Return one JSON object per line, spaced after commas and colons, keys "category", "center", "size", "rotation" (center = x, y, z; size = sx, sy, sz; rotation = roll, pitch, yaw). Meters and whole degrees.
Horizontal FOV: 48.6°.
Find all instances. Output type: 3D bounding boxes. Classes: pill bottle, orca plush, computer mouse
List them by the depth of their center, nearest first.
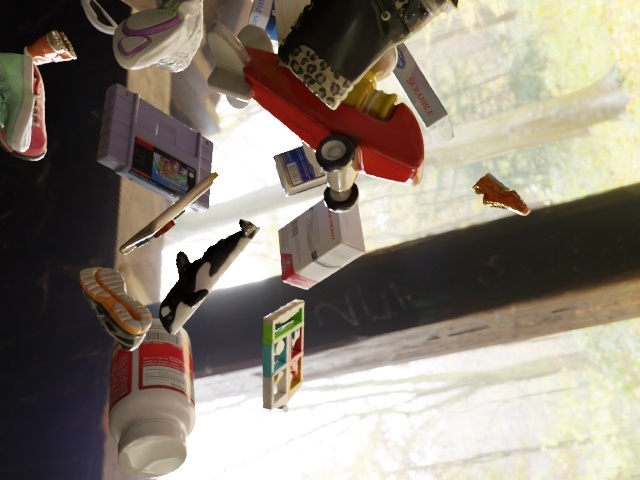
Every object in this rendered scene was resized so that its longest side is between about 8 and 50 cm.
{"category": "orca plush", "center": [-0.250, 0.054, 1.441], "size": [0.102, 0.287, 0.151], "rotation": [39, -160, -7]}
{"category": "computer mouse", "center": [-0.556, -0.561, 1.695], "size": [0.193, 0.042, 0.106], "rotation": [48, 175, -7]}
{"category": "pill bottle", "center": [-0.015, -0.189, 1.765], "size": [0.112, 0.187, 0.112], "rotation": [161, 90, -85]}
{"category": "pill bottle", "center": [-0.458, 0.425, 1.935], "size": [0.407, 0.229, 0.229], "rotation": [-108, -8, -52]}

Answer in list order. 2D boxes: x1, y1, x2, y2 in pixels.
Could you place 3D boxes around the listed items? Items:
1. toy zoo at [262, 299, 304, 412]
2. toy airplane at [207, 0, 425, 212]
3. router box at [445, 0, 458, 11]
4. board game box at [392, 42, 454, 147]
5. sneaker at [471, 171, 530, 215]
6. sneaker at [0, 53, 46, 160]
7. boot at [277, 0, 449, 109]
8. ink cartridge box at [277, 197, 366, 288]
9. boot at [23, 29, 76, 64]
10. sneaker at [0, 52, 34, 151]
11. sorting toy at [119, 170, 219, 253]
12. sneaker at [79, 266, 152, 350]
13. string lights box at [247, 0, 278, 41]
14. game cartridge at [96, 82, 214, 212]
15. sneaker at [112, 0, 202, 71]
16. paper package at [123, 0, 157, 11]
{"category": "toy zoo", "center": [-0.099, 0.324, 1.902], "size": [0.192, 0.030, 0.293], "rotation": [-25, -61, -64]}
{"category": "toy airplane", "center": [0.001, -0.261, 1.177], "size": [0.384, 0.272, 0.386], "rotation": [54, 165, -19]}
{"category": "router box", "center": [0.170, -0.572, 1.401], "size": [0.081, 0.243, 0.308], "rotation": [31, -115, -43]}
{"category": "board game box", "center": [0.240, -0.415, 1.866], "size": [0.318, 0.066, 0.318], "rotation": [60, -169, 7]}
{"category": "sneaker", "center": [0.410, -0.092, 1.605], "size": [0.064, 0.067, 0.175], "rotation": [42, -177, -33]}
{"category": "sneaker", "center": [-0.758, -0.346, 1.800], "size": [0.116, 0.136, 0.313], "rotation": [1, -124, -33]}
{"category": "boot", "center": [0.002, -0.281, 0.781], "size": [0.236, 0.178, 0.085], "rotation": [48, -163, 6]}
{"category": "ink cartridge box", "center": [0.000, 0.000, 1.922], "size": [0.100, 0.237, 0.171], "rotation": [23, -133, -38]}
{"category": "boot", "center": [-0.592, -0.416, 1.552], "size": [0.059, 0.085, 0.158], "rotation": [63, -177, -6]}
{"category": "sneaker", "center": [-0.599, -0.253, 1.276], "size": [0.094, 0.151, 0.255], "rotation": [-64, 35, 38]}
{"category": "sorting toy", "center": [-0.344, -0.080, 1.750], "size": [0.041, 0.229, 0.307], "rotation": [51, -127, -10]}
{"category": "sneaker", "center": [-0.407, 0.129, 1.369], "size": [0.084, 0.083, 0.215], "rotation": [-11, -137, -41]}
{"category": "string lights box", "center": [-0.039, -0.538, 1.722], "size": [0.077, 0.260, 0.133], "rotation": [129, 152, -61]}
{"category": "game cartridge", "center": [-0.422, -0.234, 1.875], "size": [0.355, 0.068, 0.230], "rotation": [29, -132, -48]}
{"category": "sneaker", "center": [-0.285, -0.369, 1.331], "size": [0.305, 0.114, 0.152], "rotation": [-67, -18, -52]}
{"category": "paper package", "center": [-0.469, -0.804, 1.912], "size": [0.310, 0.168, 0.324], "rotation": [30, -120, -14]}
